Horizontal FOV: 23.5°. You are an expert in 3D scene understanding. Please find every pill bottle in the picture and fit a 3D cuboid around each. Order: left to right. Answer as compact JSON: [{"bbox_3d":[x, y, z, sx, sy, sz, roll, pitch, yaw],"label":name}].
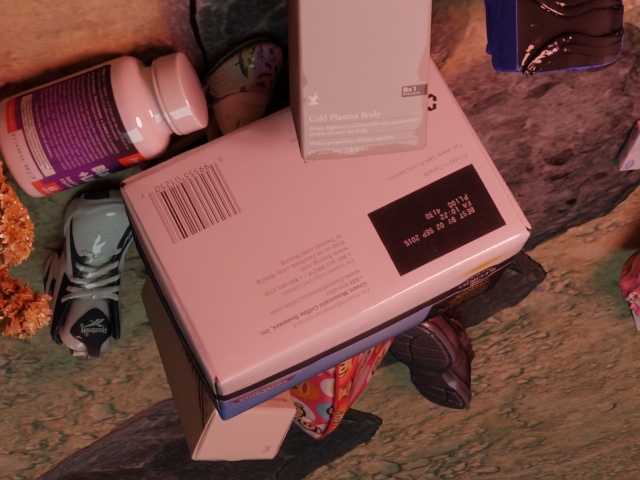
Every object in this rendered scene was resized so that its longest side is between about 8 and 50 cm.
[{"bbox_3d":[-0.215,-0.120,1.534,0.194,0.108,0.108,-18,152,12],"label":"pill bottle"}]

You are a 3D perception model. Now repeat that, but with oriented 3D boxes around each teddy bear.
[{"bbox_3d":[-0.338,-0.028,1.538,0.113,0.245,0.338,-31,158,-19],"label":"teddy bear"}]

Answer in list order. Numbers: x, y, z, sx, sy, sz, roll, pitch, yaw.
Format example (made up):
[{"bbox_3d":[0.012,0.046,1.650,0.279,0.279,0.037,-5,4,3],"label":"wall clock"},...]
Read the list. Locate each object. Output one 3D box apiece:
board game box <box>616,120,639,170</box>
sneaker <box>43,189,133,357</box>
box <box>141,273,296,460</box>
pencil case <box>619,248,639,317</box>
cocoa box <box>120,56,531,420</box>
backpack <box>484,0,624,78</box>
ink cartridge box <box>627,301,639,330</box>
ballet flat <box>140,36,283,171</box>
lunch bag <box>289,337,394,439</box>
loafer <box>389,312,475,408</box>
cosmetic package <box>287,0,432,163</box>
[{"bbox_3d":[0.418,-0.119,1.885,0.090,0.020,0.090,-6,152,-12],"label":"board game box"},{"bbox_3d":[-0.262,0.053,1.796,0.094,0.153,0.235,5,148,-31],"label":"sneaker"},{"bbox_3d":[-0.127,0.132,1.855,0.113,0.275,0.094,2,132,-28],"label":"box"},{"bbox_3d":[0.517,-0.015,1.981,0.160,0.167,0.386,26,149,4],"label":"pencil case"},{"bbox_3d":[0.000,0.000,1.595,0.347,0.231,0.228,-26,167,-9],"label":"cocoa box"},{"bbox_3d":[0.220,-0.210,1.453,0.120,0.098,0.101,-7,-164,-19],"label":"backpack"},{"bbox_3d":[0.515,0.083,2.272,0.122,0.052,0.088,-16,153,11],"label":"ink cartridge box"},{"bbox_3d":[-0.112,-0.123,1.603,0.077,0.079,0.221,14,143,-44],"label":"ballet flat"},{"bbox_3d":[0.041,0.094,1.946,0.120,0.258,0.293,32,150,12],"label":"lunch bag"},{"bbox_3d":[0.167,0.148,2.244,0.109,0.095,0.302,12,155,22],"label":"loafer"},{"bbox_3d":[0.034,-0.199,1.407,0.127,0.107,0.238,-7,132,-4],"label":"cosmetic package"}]
